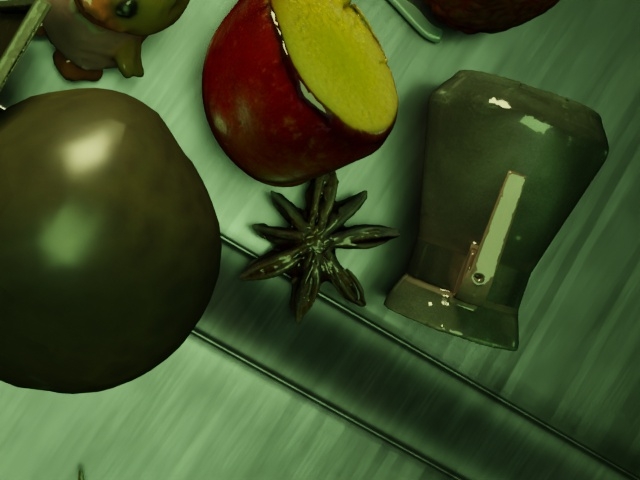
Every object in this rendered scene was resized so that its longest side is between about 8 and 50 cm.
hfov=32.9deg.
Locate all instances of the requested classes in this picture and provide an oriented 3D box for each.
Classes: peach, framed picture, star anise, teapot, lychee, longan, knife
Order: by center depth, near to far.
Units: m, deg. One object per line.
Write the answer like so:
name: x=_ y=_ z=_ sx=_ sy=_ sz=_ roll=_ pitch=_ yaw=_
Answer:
framed picture: x=-0.421 y=-0.181 z=1.295 sx=0.022 sy=0.335 sz=0.247 roll=31 pitch=86 yaw=-26
longan: x=-0.286 y=0.006 z=1.302 sx=0.336 sy=0.404 sz=0.404 roll=26 pitch=87 yaw=15
peach: x=-0.039 y=-0.212 z=1.426 sx=0.245 sy=0.248 sz=0.274 roll=-19 pitch=89 yaw=12
teapot: x=0.233 y=-0.039 z=1.471 sx=0.253 sy=0.300 sz=0.344 roll=17 pitch=93 yaw=4
lychee: x=0.249 y=-0.428 z=1.479 sx=0.255 sy=0.255 sz=0.300 roll=28 pitch=97 yaw=-12
star anise: x=0.000 y=0.000 z=1.526 sx=0.229 sy=0.093 sz=0.236 roll=0 pitch=89 yaw=-7
knife: x=0.098 y=-0.360 z=1.560 sx=0.210 sy=0.015 sz=0.028 roll=42 pitch=91 yaw=-11

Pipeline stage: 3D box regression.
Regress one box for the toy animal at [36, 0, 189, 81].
toy animal: x=-0.253 y=-0.308 z=1.365 sx=0.169 sy=0.281 sz=0.195 roll=-38 pitch=100 yaw=-28

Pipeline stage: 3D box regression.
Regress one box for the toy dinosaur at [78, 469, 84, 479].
toy dinosaur: x=-0.353 y=0.419 z=1.497 sx=0.106 sy=0.044 sz=0.187 roll=-15 pitch=98 yaw=4
